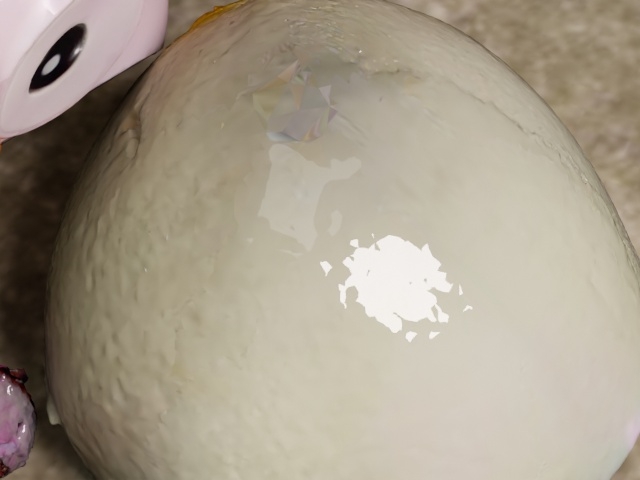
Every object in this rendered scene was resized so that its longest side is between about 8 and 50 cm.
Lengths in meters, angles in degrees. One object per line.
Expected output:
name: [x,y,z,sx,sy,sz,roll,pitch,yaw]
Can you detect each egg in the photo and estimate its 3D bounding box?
egg: [0.000,0.000,0.864,0.337,0.201,0.337,-6,53,8]

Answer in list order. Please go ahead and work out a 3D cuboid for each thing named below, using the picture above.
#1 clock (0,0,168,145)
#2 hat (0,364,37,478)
clock: [-0.240,-0.143,0.862,0.368,0.376,0.250,-32,99,-16]
hat: [-0.213,0.150,0.842,0.129,0.140,0.227,-16,60,32]
